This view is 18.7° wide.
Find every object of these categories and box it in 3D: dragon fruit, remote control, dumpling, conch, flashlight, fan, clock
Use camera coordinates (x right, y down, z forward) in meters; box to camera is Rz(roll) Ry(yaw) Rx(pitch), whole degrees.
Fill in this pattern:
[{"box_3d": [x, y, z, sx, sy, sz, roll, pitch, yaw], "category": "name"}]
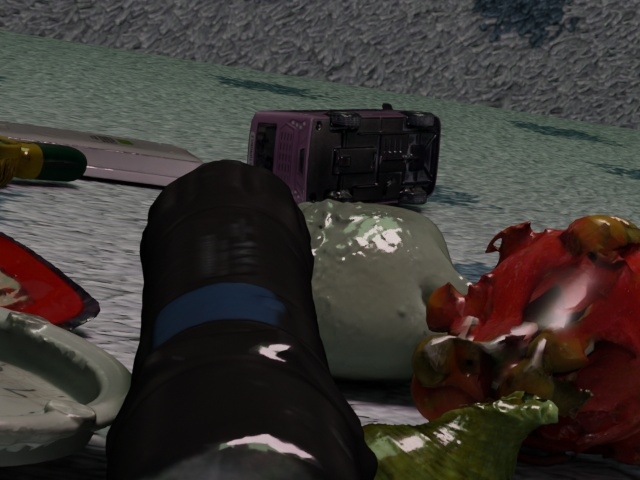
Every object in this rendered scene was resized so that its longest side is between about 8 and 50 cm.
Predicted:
[{"box_3d": [0.120, 0.057, 1.019, 0.207, 0.150, 0.133, -6, 50, -45], "category": "dragon fruit"}, {"box_3d": [-0.237, -0.082, 1.776, 0.250, 0.034, 0.103, 6, 10, -19], "category": "remote control"}, {"box_3d": [0.019, 0.026, 1.152, 0.219, 0.108, 0.152, 13, 10, 6], "category": "dumpling"}, {"box_3d": [0.044, 0.097, 0.837, 0.121, 0.074, 0.089, -31, 15, -5], "category": "conch"}, {"box_3d": [-0.040, 0.052, 0.831, 0.103, 0.103, 0.424, 9, 15, -7], "category": "flashlight"}, {"box_3d": [-0.265, -0.067, 1.642, 0.155, 0.039, 0.082, 4, 10, -42], "category": "fan"}, {"box_3d": [-0.198, 0.064, 0.854, 0.236, 0.053, 0.236, 12, 10, -2], "category": "clock"}]

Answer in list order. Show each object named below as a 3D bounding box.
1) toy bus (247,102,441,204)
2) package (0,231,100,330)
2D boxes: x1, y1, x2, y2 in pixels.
[{"box_3d": [0.026, -0.083, 1.882, 0.108, 0.096, 0.199, 12, 11, 40], "category": "toy bus"}, {"box_3d": [-0.282, 0.000, 1.131, 0.269, 0.071, 0.194, 21, 28, 34], "category": "package"}]
